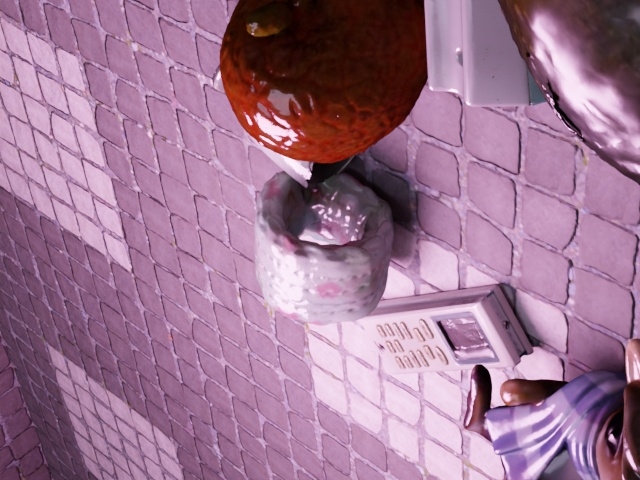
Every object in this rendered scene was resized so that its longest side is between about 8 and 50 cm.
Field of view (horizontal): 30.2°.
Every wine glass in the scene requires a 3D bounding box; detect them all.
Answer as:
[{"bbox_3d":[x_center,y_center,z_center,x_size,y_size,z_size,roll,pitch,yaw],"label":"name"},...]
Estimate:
[{"bbox_3d":[-0.049,-0.168,1.567,0.204,0.111,0.111,50,149,13],"label":"wine glass"}]

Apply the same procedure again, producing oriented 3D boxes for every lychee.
[{"bbox_3d":[0.008,-0.214,1.321,0.255,0.255,0.300,43,177,18],"label":"lychee"}]

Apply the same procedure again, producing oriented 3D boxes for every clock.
[{"bbox_3d":[0.140,-0.272,1.064,0.116,0.262,0.231,-7,124,8],"label":"clock"}]

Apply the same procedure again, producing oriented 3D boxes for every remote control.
[{"bbox_3d":[0.164,0.128,1.626,0.277,0.055,0.103,-13,110,57],"label":"remote control"}]

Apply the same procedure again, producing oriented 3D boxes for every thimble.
[{"bbox_3d":[0.000,0.000,1.614,0.149,0.185,0.211,94,165,-45],"label":"thimble"}]

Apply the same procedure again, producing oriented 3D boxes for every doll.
[{"bbox_3d":[0.330,0.267,1.393,0.318,0.209,0.340,54,147,-6],"label":"doll"}]

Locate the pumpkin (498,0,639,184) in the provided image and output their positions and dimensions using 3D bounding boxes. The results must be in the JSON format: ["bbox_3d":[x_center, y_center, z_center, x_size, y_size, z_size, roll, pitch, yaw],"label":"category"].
[{"bbox_3d":[0.287,-0.212,0.771,0.454,0.454,0.344,54,133,0],"label":"pumpkin"}]
